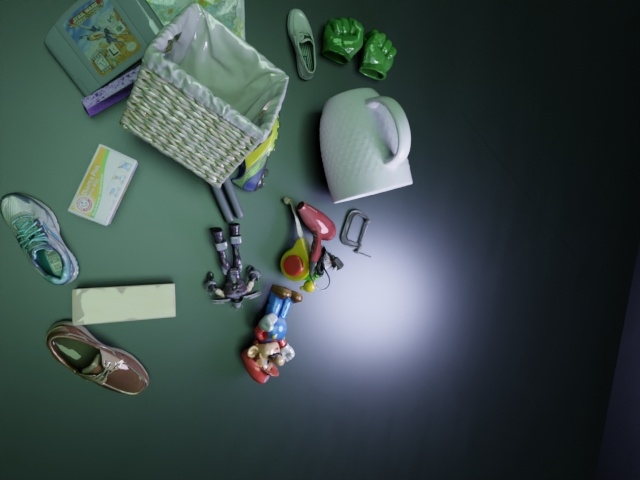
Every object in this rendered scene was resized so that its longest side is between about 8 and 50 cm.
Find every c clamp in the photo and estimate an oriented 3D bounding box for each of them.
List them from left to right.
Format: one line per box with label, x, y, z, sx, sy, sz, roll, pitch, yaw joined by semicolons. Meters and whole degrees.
c clamp;0.143;-0.029;1.564;0.137;0.022;0.161;13;91;-18

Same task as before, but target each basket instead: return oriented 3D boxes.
basket;-0.307;-0.383;1.134;0.331;0.266;0.329;33;41;-24

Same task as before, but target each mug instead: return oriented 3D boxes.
mug;0.155;-0.318;1.354;0.276;0.374;0.329;-16;94;-26

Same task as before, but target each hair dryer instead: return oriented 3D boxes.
hair dryer;0.000;0.000;1.416;0.080;0.223;0.294;-21;98;24

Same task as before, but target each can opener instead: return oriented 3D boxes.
can opener;-0.323;-0.190;1.327;0.074;0.093;0.281;-29;113;-20

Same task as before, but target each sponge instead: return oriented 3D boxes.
sponge;-0.567;-0.422;1.181;0.210;0.117;0.031;-39;109;-16

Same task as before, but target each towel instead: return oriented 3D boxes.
towel;-0.405;-0.722;1.238;0.373;0.090;0.321;-4;95;-22

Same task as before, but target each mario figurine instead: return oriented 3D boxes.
mario figurine;-0.138;0.321;1.397;0.197;0.170;0.321;21;85;-25

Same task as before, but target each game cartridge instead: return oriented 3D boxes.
game cartridge;-0.584;-0.553;1.145;0.297;0.062;0.198;-33;111;5

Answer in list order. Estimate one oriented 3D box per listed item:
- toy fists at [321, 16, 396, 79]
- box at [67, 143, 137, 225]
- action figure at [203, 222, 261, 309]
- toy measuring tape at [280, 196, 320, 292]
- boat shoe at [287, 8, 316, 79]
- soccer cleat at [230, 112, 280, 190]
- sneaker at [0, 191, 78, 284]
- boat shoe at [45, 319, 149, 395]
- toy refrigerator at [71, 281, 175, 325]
toy fists;0.139;-0.678;1.465;0.278;0.096;0.143;14;88;-22
box;-0.609;-0.153;1.189;0.103;0.114;0.203;25;86;-22
action figure;-0.284;0.092;1.359;0.185;0.099;0.286;-11;103;-28
toy measuring tape;-0.097;0.023;1.435;0.121;0.121;0.331;-17;84;-20
boat shoe;-0.050;-0.658;1.397;0.083;0.075;0.227;-18;101;-20
soccer cleat;-0.209;-0.303;1.354;0.121;0.093;0.290;16;88;-17
sneaker;-0.754;-0.004;1.136;0.110;0.122;0.283;-33;106;-17
boat shoe;-0.645;0.359;1.215;0.324;0.116;0.123;39;80;-21
toy refrigerator;-0.574;0.182;1.246;0.269;0.094;0.103;-2;89;-23
